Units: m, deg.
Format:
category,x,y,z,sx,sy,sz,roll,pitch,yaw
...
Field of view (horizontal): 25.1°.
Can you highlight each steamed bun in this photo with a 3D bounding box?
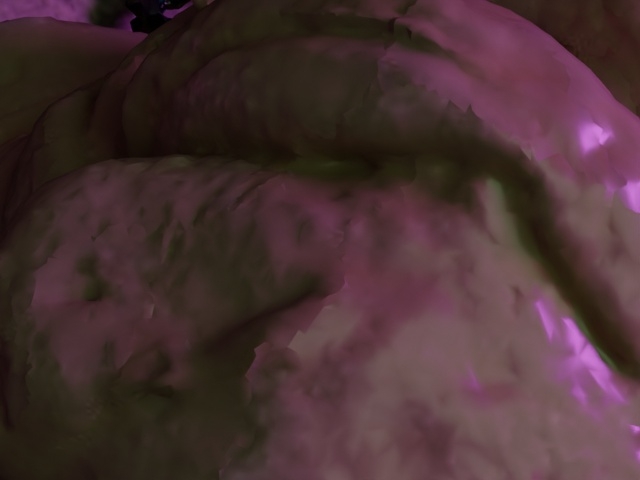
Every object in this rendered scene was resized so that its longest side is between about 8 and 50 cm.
category,x,y,z,sx,sy,sz,roll,pitch,yaw
steamed bun,0.006,0.000,0.533,0.325,0.372,0.230,-12,112,-28

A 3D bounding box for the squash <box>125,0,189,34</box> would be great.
category,x,y,z,sx,sy,sz,roll,pitch,yaw
squash,0.020,-0.206,0.747,0.331,0.087,0.087,-45,110,-29
